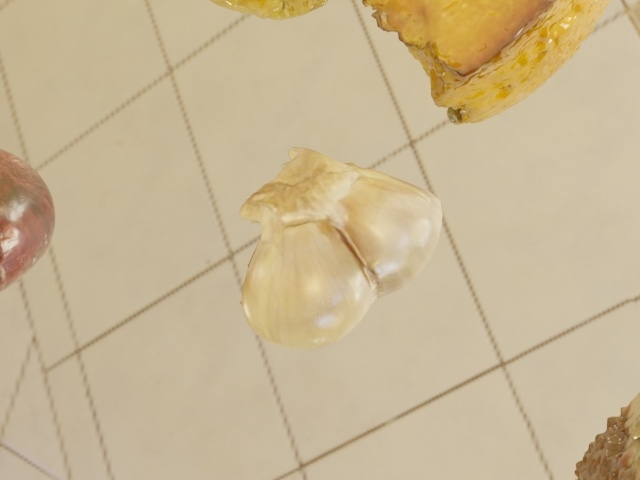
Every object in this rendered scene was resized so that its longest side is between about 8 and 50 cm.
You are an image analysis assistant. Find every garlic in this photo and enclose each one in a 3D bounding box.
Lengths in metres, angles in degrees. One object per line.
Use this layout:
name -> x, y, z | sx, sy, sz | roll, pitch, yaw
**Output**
garlic -> 0.008, 0.009, 0.888 | 0.124, 0.099, 0.174 | 28, 61, 23

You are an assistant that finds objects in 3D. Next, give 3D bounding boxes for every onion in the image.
onion -> -0.308, -0.011, 1.142 | 0.098, 0.206, 0.151 | 25, 129, 3

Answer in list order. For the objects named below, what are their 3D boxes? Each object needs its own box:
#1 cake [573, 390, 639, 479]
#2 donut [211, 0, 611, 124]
cake -> 0.320, 0.261, 0.936 | 0.282, 0.255, 0.290 | 25, 104, -2
donut -> 0.089, -0.309, 1.016 | 0.435, 0.163, 0.377 | 37, 94, 33
